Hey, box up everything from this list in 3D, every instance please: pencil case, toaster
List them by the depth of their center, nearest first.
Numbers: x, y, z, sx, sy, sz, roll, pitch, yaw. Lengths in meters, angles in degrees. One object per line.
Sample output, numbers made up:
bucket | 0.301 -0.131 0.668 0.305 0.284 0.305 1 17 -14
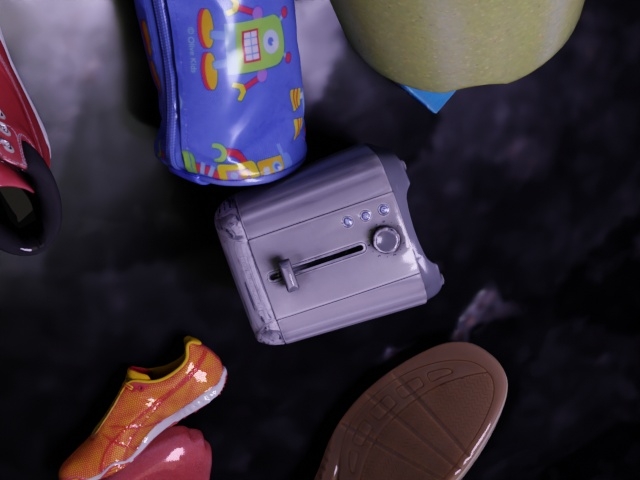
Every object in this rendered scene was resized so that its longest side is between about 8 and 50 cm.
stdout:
pencil case | -0.082 -0.186 0.770 0.133 0.119 0.306 -29 126 -37
toaster | 0.000 0.000 0.861 0.147 0.227 0.129 -19 99 -2

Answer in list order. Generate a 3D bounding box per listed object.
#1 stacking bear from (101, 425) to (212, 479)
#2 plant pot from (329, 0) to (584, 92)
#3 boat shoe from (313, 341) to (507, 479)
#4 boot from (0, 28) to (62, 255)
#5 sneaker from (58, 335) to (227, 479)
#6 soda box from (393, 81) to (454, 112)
stacking bear | -0.117 0.324 0.911 0.164 0.289 0.175 -24 122 -9
plant pot | 0.082 -0.237 0.685 0.276 0.276 0.254 -29 152 -6
boat shoe | 0.059 0.240 1.058 0.341 0.122 0.110 -49 157 6
boot | -0.245 -0.110 0.712 0.088 0.176 0.244 -28 121 -5
sneaker | -0.165 0.150 0.951 0.175 0.064 0.067 -40 103 -5
soda box | 0.127 -0.211 0.874 0.071 0.067 0.210 37 98 -32
